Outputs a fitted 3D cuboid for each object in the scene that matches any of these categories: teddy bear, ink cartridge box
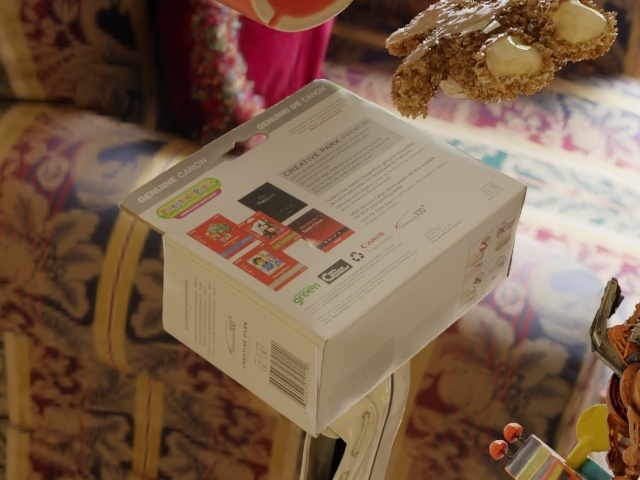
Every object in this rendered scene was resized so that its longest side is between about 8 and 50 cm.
[{"bbox_3d":[0.205,-0.211,1.593,0.245,0.113,0.338,-42,22,-28],"label":"teddy bear"},{"bbox_3d":[0.000,0.000,1.356,0.271,0.130,0.309,33,48,28],"label":"ink cartridge box"}]

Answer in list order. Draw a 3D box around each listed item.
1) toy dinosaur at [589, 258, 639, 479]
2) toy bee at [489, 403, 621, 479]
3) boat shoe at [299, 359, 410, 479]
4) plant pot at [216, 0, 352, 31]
[{"bbox_3d":[0.336,0.146,1.266,0.218,0.322,0.164,21,4,-8],"label":"toy dinosaur"},{"bbox_3d":[0.250,0.275,1.528,0.162,0.298,0.195,38,69,17],"label":"toy bee"},{"bbox_3d":[0.026,0.186,1.500,0.088,0.268,0.096,-6,30,-34],"label":"boat shoe"},{"bbox_3d":[-0.074,-0.371,1.520,0.275,0.275,0.243,-24,52,-32],"label":"plant pot"}]
